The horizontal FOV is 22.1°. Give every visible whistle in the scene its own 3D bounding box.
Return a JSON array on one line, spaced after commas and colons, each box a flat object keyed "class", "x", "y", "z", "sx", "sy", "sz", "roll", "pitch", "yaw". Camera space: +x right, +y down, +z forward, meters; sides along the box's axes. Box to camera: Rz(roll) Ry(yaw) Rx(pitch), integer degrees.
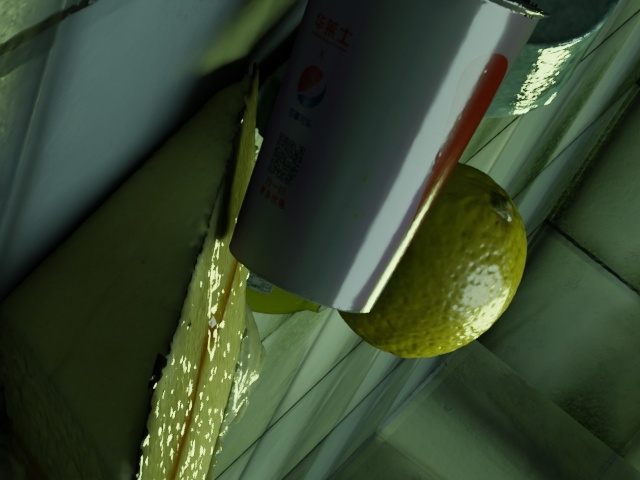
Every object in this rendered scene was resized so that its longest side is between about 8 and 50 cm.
[{"class": "whistle", "x": 0.110, "y": -0.218, "z": 1.552, "sx": 0.405, "sy": 0.188, "sz": 0.168, "roll": -13, "pitch": 163, "yaw": -12}]

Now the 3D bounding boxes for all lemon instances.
[{"class": "lemon", "x": 0.137, "y": 0.023, "z": 2.116, "sx": 0.267, "sy": 0.267, "sz": 0.267, "roll": -48, "pitch": 168, "yaw": -13}]

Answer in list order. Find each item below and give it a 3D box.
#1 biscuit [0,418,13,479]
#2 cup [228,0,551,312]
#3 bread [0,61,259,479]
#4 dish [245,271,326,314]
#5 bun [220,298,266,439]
[{"class": "biscuit", "x": -0.288, "y": 0.228, "z": 1.539, "sx": 0.281, "sy": 0.084, "sz": 0.179, "roll": -54, "pitch": 164, "yaw": 4}, {"class": "cup", "x": 0.040, "y": -0.098, "z": 1.351, "sx": 0.288, "sy": 0.203, "sz": 0.203, "roll": -66, "pitch": 165, "yaw": 12}, {"class": "bread", "x": -0.104, "y": 0.124, "z": 1.403, "sx": 0.405, "sy": 0.242, "sz": 0.345, "roll": -40, "pitch": 148, "yaw": -23}, {"class": "dish", "x": 0.000, "y": 0.000, "z": 1.862, "sx": 0.221, "sy": 0.108, "sz": 0.262, "roll": -32, "pitch": 158, "yaw": -55}, {"class": "bun", "x": -0.141, "y": 0.147, "z": 1.727, "sx": 0.231, "sy": 0.133, "sz": 0.231, "roll": -49, "pitch": 171, "yaw": -11}]
